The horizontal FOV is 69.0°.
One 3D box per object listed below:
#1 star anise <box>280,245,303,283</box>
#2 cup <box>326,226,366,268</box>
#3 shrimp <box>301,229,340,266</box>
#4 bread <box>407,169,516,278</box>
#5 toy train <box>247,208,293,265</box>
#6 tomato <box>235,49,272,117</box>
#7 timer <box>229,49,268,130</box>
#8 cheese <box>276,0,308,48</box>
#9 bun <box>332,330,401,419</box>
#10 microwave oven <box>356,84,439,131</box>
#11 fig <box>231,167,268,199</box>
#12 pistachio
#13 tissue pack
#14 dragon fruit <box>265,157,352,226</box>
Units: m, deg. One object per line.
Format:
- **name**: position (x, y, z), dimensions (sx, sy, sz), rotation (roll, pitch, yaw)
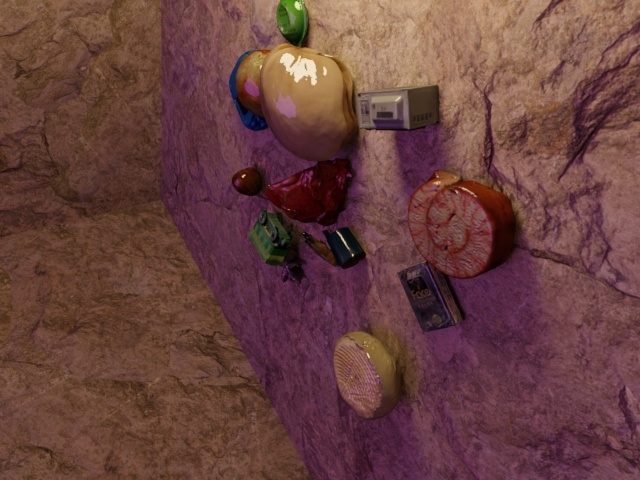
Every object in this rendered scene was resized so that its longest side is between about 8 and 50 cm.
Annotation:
- **star anise**: position (-0.158, 0.130, 2.404), dimensions (0.229, 0.093, 0.236), rotation (56, 144, 26)
- **cup**: position (0.097, 0.038, 1.924), dimensions (0.138, 0.114, 0.150), rotation (59, 146, 22)
- **shrimp**: position (0.000, 0.000, 1.969), dimensions (0.051, 0.262, 0.198), rotation (-39, 36, 21)
- **bread**: position (0.410, -0.039, 1.378), dimensions (0.328, 0.114, 0.295), rotation (30, 130, 46)
- **toy train**: position (-0.248, -0.022, 2.357), dimensions (0.202, 0.120, 0.301), rotation (-62, 40, 21)
- **tomato**: position (-0.220, -0.629, 1.898), dimensions (0.222, 0.271, 0.270), rotation (-84, 3, -51)
- **timer**: position (-0.311, -0.695, 2.182), dimensions (0.340, 0.115, 0.308), rotation (-29, 85, 59)
- **cheese**: position (-0.112, -0.900, 1.775), dimensions (0.204, 0.083, 0.320), rotation (31, 134, 50)
- **bun**: position (0.211, 0.544, 1.933), dimensions (0.364, 0.202, 0.364), rotation (26, 121, 54)
- **microwave oven**: position (0.233, -0.402, 1.421), dimensions (0.208, 0.162, 0.122), rotation (17, 121, 49)
- **fig**: position (-0.378, -0.301, 2.485), dimensions (0.202, 0.148, 0.149), rotation (54, -158, -37)
- **pistachio**: position (-0.048, -0.510, 1.703), dimensions (0.365, 0.281, 0.445), rotation (-29, 96, 30)
- **tissue pack**: position (0.375, 0.188, 1.597), dimensions (0.173, 0.073, 0.235), rotation (-31, 80, 58)
- **dragon fruit**: position (-0.020, -0.175, 1.871), dimensions (0.329, 0.286, 0.227), rotation (-21, 84, 51)
